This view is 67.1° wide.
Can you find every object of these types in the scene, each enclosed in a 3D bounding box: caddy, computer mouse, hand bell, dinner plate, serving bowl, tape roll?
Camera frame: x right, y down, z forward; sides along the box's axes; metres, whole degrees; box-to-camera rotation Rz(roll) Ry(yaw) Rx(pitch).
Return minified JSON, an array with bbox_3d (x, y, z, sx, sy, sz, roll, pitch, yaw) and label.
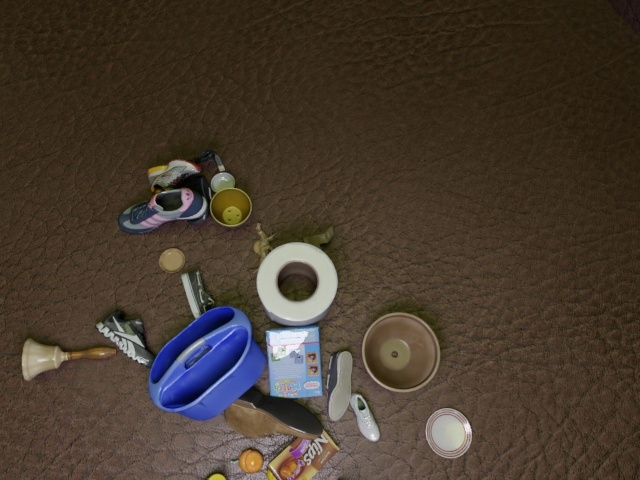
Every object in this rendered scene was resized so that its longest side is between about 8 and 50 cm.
[{"bbox_3d":[-0.325,0.344,1.375,0.341,0.179,0.241,-41,46,-7],"label":"caddy"},{"bbox_3d":[-0.390,-0.184,1.649,0.184,0.060,0.262,-27,65,16],"label":"computer mouse"},{"bbox_3d":[-0.747,0.349,1.457,0.242,0.126,0.126,-1,71,-16],"label":"hand bell"},{"bbox_3d":[0.389,0.585,1.467,0.141,0.017,0.141,1,71,-2],"label":"dinner plate"},{"bbox_3d":[-0.340,-0.195,1.690,0.083,0.027,0.083,1,70,-3],"label":"serving bowl"},{"bbox_3d":[-0.073,0.146,1.513,0.246,0.169,0.246,1,72,-2],"label":"tape roll"}]

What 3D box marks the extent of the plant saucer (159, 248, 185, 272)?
[{"bbox_3d":[-0.490,0.068,1.598,0.083,0.015,0.083,1,71,-3],"label":"plant saucer"}]

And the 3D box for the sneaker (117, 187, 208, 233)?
[{"bbox_3d":[-0.538,-0.109,1.566,0.319,0.131,0.112,-15,71,11],"label":"sneaker"}]

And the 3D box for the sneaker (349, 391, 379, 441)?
[{"bbox_3d":[0.132,0.532,1.449,0.054,0.061,0.152,-24,75,-13],"label":"sneaker"}]

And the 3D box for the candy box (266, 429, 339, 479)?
[{"bbox_3d":[-0.049,0.624,1.385,0.187,0.053,0.109,-33,75,-31],"label":"candy box"}]

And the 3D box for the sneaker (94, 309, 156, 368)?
[{"bbox_3d":[-0.575,0.296,1.483,0.234,0.078,0.106,35,75,11],"label":"sneaker"}]

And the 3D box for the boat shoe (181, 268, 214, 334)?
[{"bbox_3d":[-0.376,0.192,1.529,0.070,0.078,0.219,-22,72,-9],"label":"boat shoe"}]

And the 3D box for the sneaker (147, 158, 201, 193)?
[{"bbox_3d":[-0.490,-0.213,1.633,0.225,0.088,0.092,-12,78,31],"label":"sneaker"}]

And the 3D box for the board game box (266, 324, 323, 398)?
[{"bbox_3d":[-0.079,0.371,1.467,0.160,0.039,0.211,-4,92,-4],"label":"board game box"}]

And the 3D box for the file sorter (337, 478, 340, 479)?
[{"bbox_3d":[0.070,0.823,1.278,0.173,0.193,0.277,26,72,3],"label":"file sorter"}]

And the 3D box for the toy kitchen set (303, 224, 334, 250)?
[{"bbox_3d":[0.000,0.000,1.645,0.083,0.075,0.068,-10,111,27],"label":"toy kitchen set"}]

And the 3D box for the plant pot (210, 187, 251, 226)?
[{"bbox_3d":[-0.298,-0.097,1.621,0.134,0.095,0.134,2,72,-6],"label":"plant pot"}]

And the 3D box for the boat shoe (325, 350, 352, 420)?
[{"bbox_3d":[0.050,0.443,1.485,0.075,0.065,0.206,20,72,-35],"label":"boat shoe"}]

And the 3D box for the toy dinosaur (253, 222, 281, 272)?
[{"bbox_3d":[-0.182,0.028,1.620,0.093,0.053,0.183,-8,63,10],"label":"toy dinosaur"}]

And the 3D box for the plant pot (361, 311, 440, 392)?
[{"bbox_3d":[0.240,0.348,1.492,0.237,0.110,0.237,1,71,-2],"label":"plant pot"}]

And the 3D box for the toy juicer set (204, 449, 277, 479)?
[{"bbox_3d":[-0.160,0.748,1.356,0.209,0.089,0.329,-33,73,-32],"label":"toy juicer set"}]

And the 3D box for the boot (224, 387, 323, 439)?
[{"bbox_3d":[-0.140,0.526,1.404,0.305,0.112,0.115,16,101,15],"label":"boot"}]
